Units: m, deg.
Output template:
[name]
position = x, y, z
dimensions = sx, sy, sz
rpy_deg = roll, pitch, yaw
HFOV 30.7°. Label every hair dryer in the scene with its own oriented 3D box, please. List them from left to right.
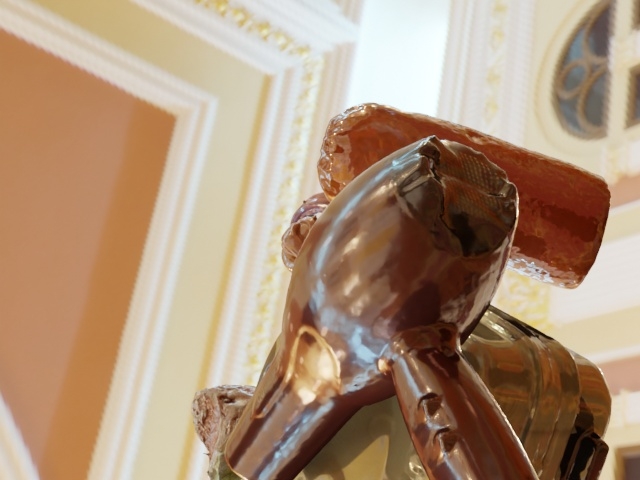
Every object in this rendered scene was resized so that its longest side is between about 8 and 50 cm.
[hair dryer]
position = 0.057, 0.139, 0.710
dimensions = 0.123, 0.313, 0.340
rpy_deg = 7, -141, -31

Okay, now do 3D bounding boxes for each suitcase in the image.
[suitcase]
position = 0.040, 0.195, 0.970
dimensions = 0.194, 0.339, 0.352
rpy_deg = 12, -79, -34

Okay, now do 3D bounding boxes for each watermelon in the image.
[watermelon]
position = -0.125, 0.252, 1.639
dimensions = 0.139, 0.071, 0.187
rpy_deg = 26, -141, 15

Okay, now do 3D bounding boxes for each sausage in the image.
[sausage]
position = 0.123, -0.046, 1.045
dimensions = 0.259, 0.113, 0.114
rpy_deg = 19, -119, -3

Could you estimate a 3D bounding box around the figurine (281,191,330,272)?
[figurine]
position = 0.010, 0.003, 1.490
dimensions = 0.114, 0.157, 0.126
rpy_deg = 21, -79, 1
